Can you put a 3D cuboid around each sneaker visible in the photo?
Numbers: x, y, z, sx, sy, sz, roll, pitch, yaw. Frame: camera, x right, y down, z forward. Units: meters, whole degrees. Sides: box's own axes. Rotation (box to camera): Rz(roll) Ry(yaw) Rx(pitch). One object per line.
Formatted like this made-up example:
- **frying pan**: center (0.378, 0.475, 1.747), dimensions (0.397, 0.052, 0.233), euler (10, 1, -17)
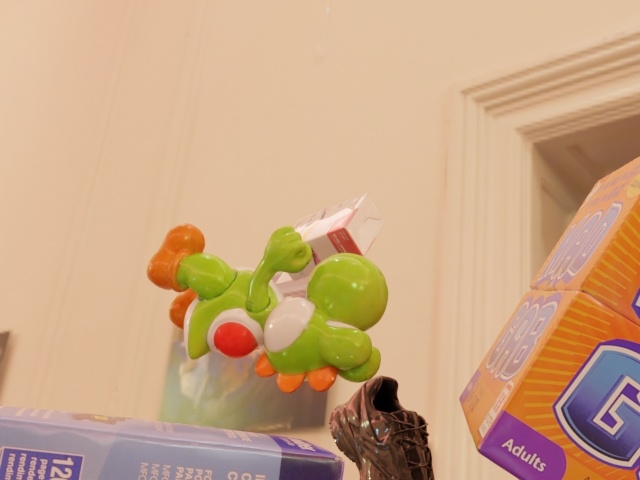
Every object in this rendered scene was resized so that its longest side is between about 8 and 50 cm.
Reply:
- **sneaker**: center (0.110, 0.314, 1.119), dimensions (0.109, 0.286, 0.130), euler (13, -58, -40)

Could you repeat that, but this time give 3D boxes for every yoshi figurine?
- **yoshi figurine**: center (-0.052, 0.075, 1.077), dimensions (0.362, 0.203, 0.203), euler (17, 10, 35)

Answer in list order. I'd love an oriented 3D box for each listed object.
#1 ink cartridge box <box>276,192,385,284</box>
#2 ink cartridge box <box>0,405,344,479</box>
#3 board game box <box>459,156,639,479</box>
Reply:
- **ink cartridge box**: center (0.000, 0.000, 1.358), dimensions (0.198, 0.115, 0.067), euler (-21, -68, 35)
- **ink cartridge box**: center (-0.142, 0.282, 0.627), dimensions (0.396, 0.270, 0.151), euler (10, -10, -14)
- **board game box**: center (0.404, 0.149, 0.861), dimensions (0.356, 0.356, 0.356), euler (33, 1, 8)
